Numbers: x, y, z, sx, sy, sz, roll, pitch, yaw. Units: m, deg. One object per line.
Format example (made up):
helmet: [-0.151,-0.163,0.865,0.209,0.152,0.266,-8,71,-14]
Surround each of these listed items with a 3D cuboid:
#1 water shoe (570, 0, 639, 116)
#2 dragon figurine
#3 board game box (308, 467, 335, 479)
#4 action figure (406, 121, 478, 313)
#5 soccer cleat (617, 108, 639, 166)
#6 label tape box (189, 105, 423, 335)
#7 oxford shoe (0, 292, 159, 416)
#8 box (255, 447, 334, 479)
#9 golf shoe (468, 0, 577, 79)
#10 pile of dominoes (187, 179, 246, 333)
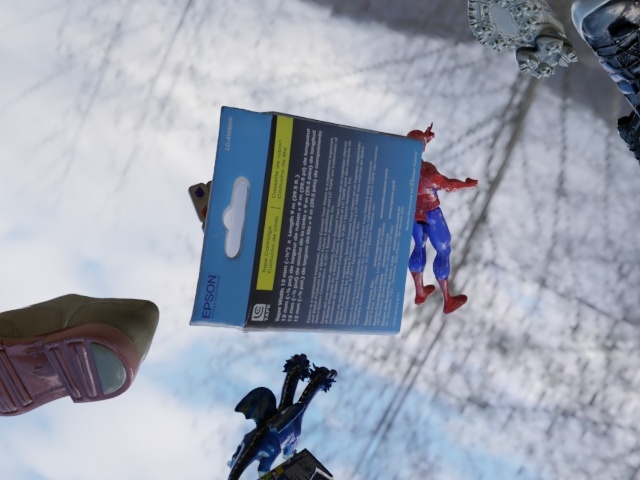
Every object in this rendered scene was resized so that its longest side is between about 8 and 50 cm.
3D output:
water shoe: [0.269,-0.143,1.217,0.203,0.073,0.080,31,-145,-53]
dragon figurine: [-0.073,0.262,2.135,0.085,0.144,0.289,22,-152,22]
board game box: [-0.005,0.377,1.525,0.165,0.243,0.042,34,178,1]
action figure: [0.170,-0.050,2.135,0.091,0.280,0.139,16,-136,36]
soccer cleat: [0.377,-0.110,1.726,0.072,0.178,0.060,-5,-160,10]
label tape box: [-0.038,-0.020,1.784,0.115,0.249,0.348,9,-178,44]
oxford shoe: [-0.400,0.152,2.132,0.397,0.140,0.146,-2,-149,26]
box: [-0.065,0.300,1.636,0.169,0.059,0.054,-29,-132,-24]
golf shoe: [0.191,-0.231,1.514,0.176,0.069,0.086,33,-142,-53]
pile of dominoes: [-0.063,0.006,2.236,0.196,0.040,0.251,-19,-96,-25]
